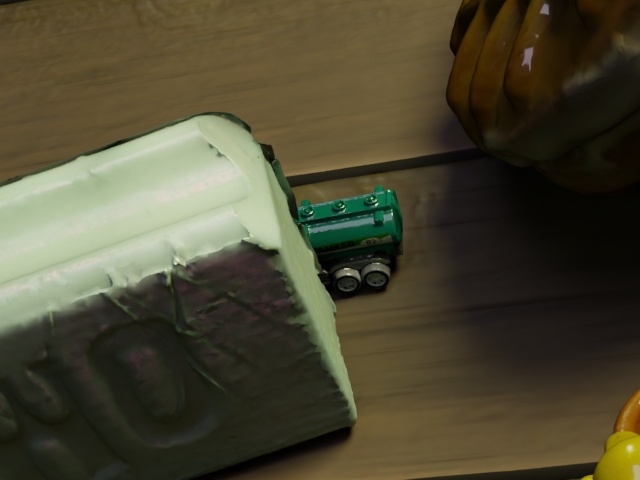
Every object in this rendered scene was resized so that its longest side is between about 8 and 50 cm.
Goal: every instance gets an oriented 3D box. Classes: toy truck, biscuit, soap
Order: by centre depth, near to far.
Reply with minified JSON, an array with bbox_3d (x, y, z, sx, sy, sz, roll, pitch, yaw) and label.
[{"bbox_3d":[-0.126,0.053,0.705,0.261,0.150,0.094,-19,41,3],"label":"soap"},{"bbox_3d":[0.165,-0.169,0.711,0.103,0.332,0.332,28,52,-10],"label":"biscuit"},{"bbox_3d":[0.000,0.000,0.783,0.083,0.044,0.039,-10,43,12],"label":"toy truck"}]

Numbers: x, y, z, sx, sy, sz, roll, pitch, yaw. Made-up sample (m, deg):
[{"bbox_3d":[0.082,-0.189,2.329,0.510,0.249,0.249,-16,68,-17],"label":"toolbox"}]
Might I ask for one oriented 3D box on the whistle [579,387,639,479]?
[{"bbox_3d":[0.114,0.041,0.381,0.109,0.046,0.057,-9,60,22],"label":"whistle"}]
